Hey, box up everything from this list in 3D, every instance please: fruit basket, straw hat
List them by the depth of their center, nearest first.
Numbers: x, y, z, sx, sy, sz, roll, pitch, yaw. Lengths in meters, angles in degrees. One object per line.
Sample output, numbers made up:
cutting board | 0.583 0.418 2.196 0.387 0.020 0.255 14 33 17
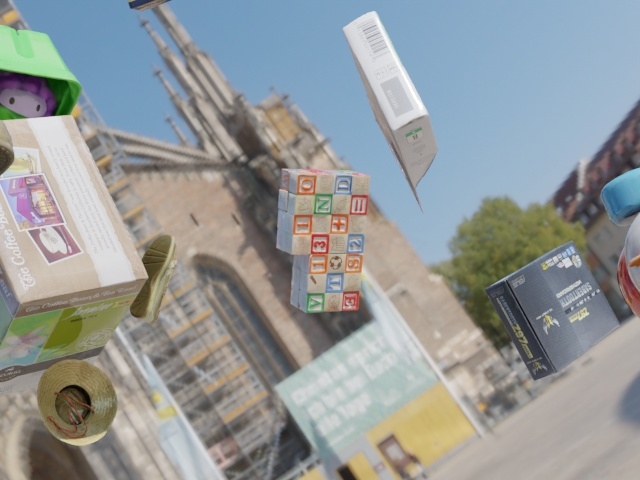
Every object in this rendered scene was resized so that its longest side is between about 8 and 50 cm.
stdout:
straw hat | -0.398 0.266 1.554 0.144 0.145 0.061 -20 -16 -47
fruit basket | -0.655 -0.215 1.832 0.392 0.392 0.283 -21 -21 -45

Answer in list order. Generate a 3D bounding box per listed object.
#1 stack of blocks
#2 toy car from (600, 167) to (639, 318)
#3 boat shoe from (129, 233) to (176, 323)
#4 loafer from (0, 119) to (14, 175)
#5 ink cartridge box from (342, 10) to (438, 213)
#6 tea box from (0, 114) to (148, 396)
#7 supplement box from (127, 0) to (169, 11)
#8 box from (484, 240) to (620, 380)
stack of blocks | 0.000 0.000 2.092 0.171 0.297 0.087 -1 12 -26
toy car | 0.359 0.006 0.878 0.210 0.219 0.238 -24 -17 22
boat shoe | -0.278 0.065 1.674 0.056 0.153 0.048 4 -19 32
loafer | -0.364 -0.078 1.022 0.148 0.050 0.056 -26 -42 33
ink cartridge box | 0.104 -0.162 1.288 0.056 0.181 0.225 -25 -30 5
tea box | -0.481 0.028 1.581 0.220 0.329 0.323 -12 -26 -39
supplement box | -0.203 -0.334 1.197 0.083 0.083 0.056 -18 8 6
box | 0.420 0.121 1.758 0.232 0.183 0.059 -23 -7 -41
